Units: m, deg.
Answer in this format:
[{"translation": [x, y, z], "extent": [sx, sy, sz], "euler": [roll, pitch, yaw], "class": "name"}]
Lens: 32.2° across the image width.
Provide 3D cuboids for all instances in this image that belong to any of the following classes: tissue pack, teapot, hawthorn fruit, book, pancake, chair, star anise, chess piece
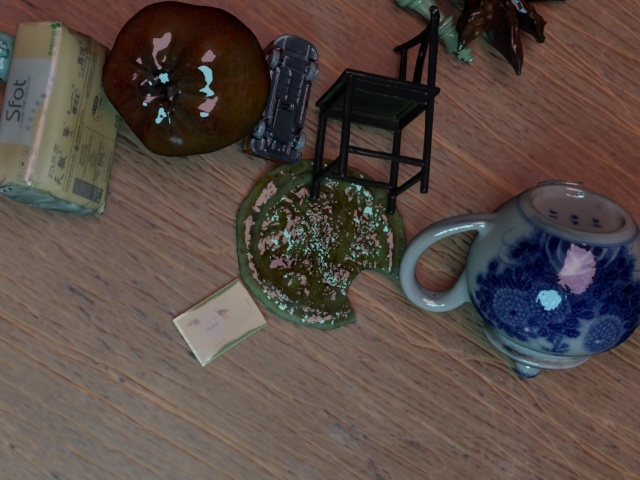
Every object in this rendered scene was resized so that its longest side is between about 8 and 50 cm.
[{"translation": [-0.331, -0.150, 1.417], "extent": [0.090, 0.186, 0.222], "euler": [7, 85, 22], "class": "tissue pack"}, {"translation": [0.318, 0.074, 1.535], "extent": [0.424, 0.252, 0.280], "euler": [12, 119, 1], "class": "teapot"}, {"translation": [-0.161, -0.218, 1.441], "extent": [0.208, 0.248, 0.208], "euler": [5, 112, 11], "class": "hawthorn fruit"}, {"translation": [-0.137, 0.112, 1.524], "extent": [0.111, 0.014, 0.077], "euler": [-32, 93, -14], "class": "book"}, {"translation": [0.000, 0.000, 1.555], "extent": [0.253, 0.037, 0.254], "euler": [1, 86, -13], "class": "pancake"}, {"translation": [0.079, -0.184, 1.510], "extent": [0.141, 0.154, 0.260], "euler": [9, 76, -15], "class": "chair"}, {"translation": [0.253, -0.369, 1.603], "extent": [0.288, 0.088, 0.288], "euler": [7, 77, -32], "class": "star anise"}, {"translation": [0.176, -0.319, 1.617], "extent": [0.059, 0.059, 0.149], "euler": [-46, 101, -13], "class": "chess piece"}]

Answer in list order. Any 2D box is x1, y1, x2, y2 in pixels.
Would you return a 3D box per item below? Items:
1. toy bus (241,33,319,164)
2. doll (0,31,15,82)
[{"translation": [-0.059, -0.194, 1.535], "extent": [0.079, 0.077, 0.174], "euler": [14, 81, -27], "class": "toy bus"}, {"translation": [-0.450, -0.250, 1.409], "extent": [0.158, 0.159, 0.059], "euler": [23, 79, -12], "class": "doll"}]
